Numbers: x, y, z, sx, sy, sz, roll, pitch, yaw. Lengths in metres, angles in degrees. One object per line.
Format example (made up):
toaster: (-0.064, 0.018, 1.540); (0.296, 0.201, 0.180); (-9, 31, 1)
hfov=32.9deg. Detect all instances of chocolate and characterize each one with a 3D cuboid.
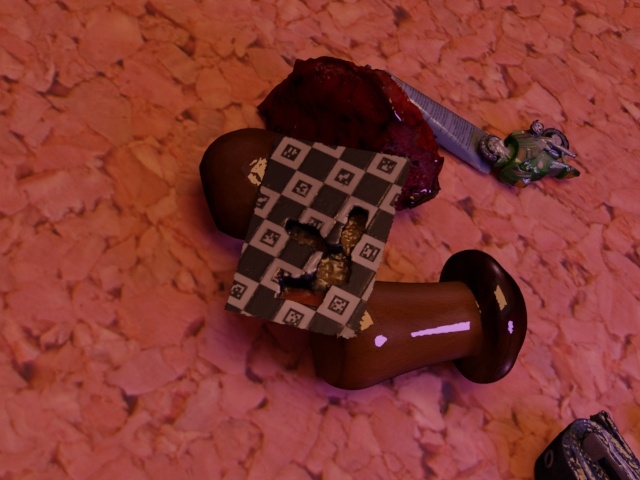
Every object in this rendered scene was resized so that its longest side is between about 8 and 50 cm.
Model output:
chocolate: (-0.086, -0.087, 1.559); (0.176, 0.177, 0.177); (11, 54, -16)

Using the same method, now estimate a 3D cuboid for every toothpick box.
toothpick box: (0.142, 0.115, 1.511); (0.294, 0.192, 0.192); (-5, 60, -20)

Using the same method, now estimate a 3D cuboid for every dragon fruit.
dragon fruit: (0.068, -0.133, 1.601); (0.302, 0.330, 0.240); (18, 74, -13)

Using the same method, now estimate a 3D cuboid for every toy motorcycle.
toy motorcycle: (0.357, -0.141, 1.848); (0.190, 0.074, 0.106); (-8, 68, -30)

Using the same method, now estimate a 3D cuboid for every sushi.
sushi: (0.000, 0.000, 1.453); (0.192, 0.043, 0.279); (11, 63, 9)

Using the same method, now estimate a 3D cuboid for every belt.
belt: (0.398, 0.350, 1.489); (0.122, 0.128, 0.218); (-19, 65, -31)

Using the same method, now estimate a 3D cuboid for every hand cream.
hand cream: (0.180, -0.208, 1.829); (0.271, 0.058, 0.091); (30, 48, -10)
